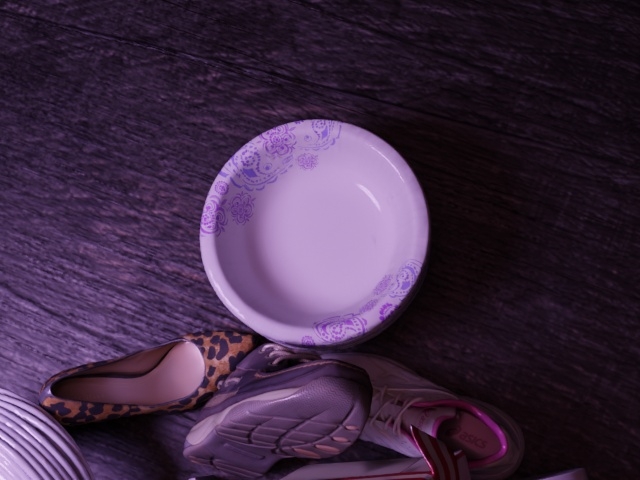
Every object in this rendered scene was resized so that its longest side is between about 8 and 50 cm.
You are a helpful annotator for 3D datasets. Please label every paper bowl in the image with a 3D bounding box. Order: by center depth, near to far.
[{"bbox_3d":[0.000,0.000,1.212,0.284,0.148,0.284,-2,77,7],"label":"paper bowl"}]

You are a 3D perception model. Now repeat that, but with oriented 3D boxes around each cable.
[{"bbox_3d":[-0.378,0.305,1.160,0.257,0.257,0.089,28,38,19],"label":"cable"}]

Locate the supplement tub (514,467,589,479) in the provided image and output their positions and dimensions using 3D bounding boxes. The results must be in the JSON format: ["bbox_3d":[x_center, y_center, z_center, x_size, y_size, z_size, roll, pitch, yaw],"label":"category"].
[{"bbox_3d":[0.272,0.374,1.096,0.144,0.144,0.199,-13,76,4],"label":"supplement tub"}]

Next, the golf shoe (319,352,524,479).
[{"bbox_3d":[0.102,0.205,1.160,0.306,0.140,0.115,16,81,12],"label":"golf shoe"}]

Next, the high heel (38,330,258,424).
[{"bbox_3d":[-0.210,0.166,1.182,0.261,0.186,0.093,-23,73,2],"label":"high heel"}]

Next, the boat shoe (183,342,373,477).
[{"bbox_3d":[-0.057,0.180,1.100,0.132,0.355,0.130,26,59,-23],"label":"boat shoe"}]

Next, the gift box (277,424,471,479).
[{"bbox_3d":[0.042,0.353,1.013,0.258,0.255,0.276,-12,95,33],"label":"gift box"}]

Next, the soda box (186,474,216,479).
[{"bbox_3d":[-0.118,0.435,1.158,0.091,0.098,0.286,-29,76,1],"label":"soda box"}]
